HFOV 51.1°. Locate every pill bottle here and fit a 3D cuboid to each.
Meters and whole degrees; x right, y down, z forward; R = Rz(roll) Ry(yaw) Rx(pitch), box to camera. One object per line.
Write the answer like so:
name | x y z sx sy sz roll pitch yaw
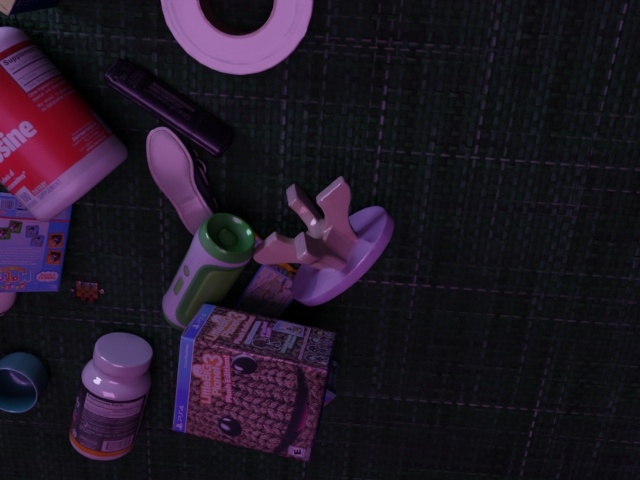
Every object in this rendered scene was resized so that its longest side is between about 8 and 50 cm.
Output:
pill bottle | -0.590 -0.253 1.291 0.229 0.229 0.407 -35 107 16
pill bottle | -0.492 0.368 1.590 0.162 0.162 0.278 17 112 -5

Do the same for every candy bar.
candy bar | -0.115 0.031 1.505 0.040 0.018 0.161 -41 106 19

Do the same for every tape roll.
tape roll | -0.152 -0.460 1.253 0.286 0.100 0.286 1 114 2

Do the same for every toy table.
toy table | 0.000 0.000 1.379 0.274 0.252 0.161 -46 120 10

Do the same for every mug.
mug | -0.739 0.328 1.617 0.158 0.097 0.129 34 111 -11

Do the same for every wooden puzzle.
wooden puzzle | -0.546 0.119 1.568 0.083 0.006 0.049 7 113 0

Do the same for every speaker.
speaker | -0.243 0.074 1.428 0.131 0.131 0.296 28 132 -9

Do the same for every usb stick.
usb stick | -0.302 -0.267 1.359 0.278 0.077 0.045 34 148 -12

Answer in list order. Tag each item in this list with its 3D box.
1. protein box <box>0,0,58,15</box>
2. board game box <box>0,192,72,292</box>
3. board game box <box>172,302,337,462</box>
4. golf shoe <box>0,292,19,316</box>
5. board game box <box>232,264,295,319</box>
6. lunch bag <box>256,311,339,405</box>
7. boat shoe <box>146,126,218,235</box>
protein box | -0.526 -0.528 1.183 0.136 0.201 0.199 33 111 -11
board game box | -0.629 0.007 1.436 0.160 0.039 0.211 3 105 -43
board game box | -0.133 0.287 1.366 0.291 0.141 0.232 11 113 5
golf shoe | -0.810 0.169 1.542 0.273 0.120 0.105 -33 106 14
board game box | -0.121 0.125 1.530 0.103 0.026 0.154 31 119 -10
lunch bag | -0.122 0.307 1.541 0.262 0.160 0.223 40 114 -18
boat shoe | -0.283 -0.127 1.412 0.095 0.079 0.254 -25 112 11
